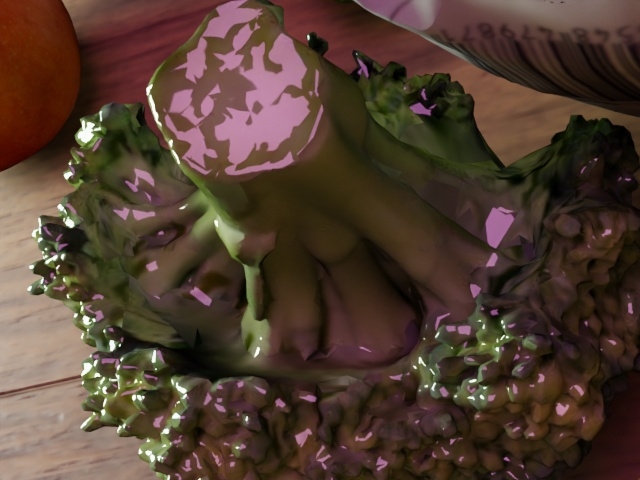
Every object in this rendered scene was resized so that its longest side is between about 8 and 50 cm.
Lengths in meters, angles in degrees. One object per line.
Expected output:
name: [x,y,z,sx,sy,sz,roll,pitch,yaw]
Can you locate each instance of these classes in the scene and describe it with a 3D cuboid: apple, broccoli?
apple: [-0.234,-0.116,0.819,0.163,0.139,0.163,-14,64,31]
broccoli: [0.007,0.017,0.577,0.288,0.260,0.235,-18,92,12]

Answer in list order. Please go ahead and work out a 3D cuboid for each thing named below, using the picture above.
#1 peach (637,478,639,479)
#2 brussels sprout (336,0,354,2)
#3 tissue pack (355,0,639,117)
peach: [0.214,0.169,0.341,0.372,0.372,0.290,-19,91,14]
brussels sprout: [0.012,-0.220,0.759,0.122,0.149,0.151,-31,14,24]
tissue pack: [0.211,-0.138,0.490,0.375,0.390,0.195,9,90,32]
